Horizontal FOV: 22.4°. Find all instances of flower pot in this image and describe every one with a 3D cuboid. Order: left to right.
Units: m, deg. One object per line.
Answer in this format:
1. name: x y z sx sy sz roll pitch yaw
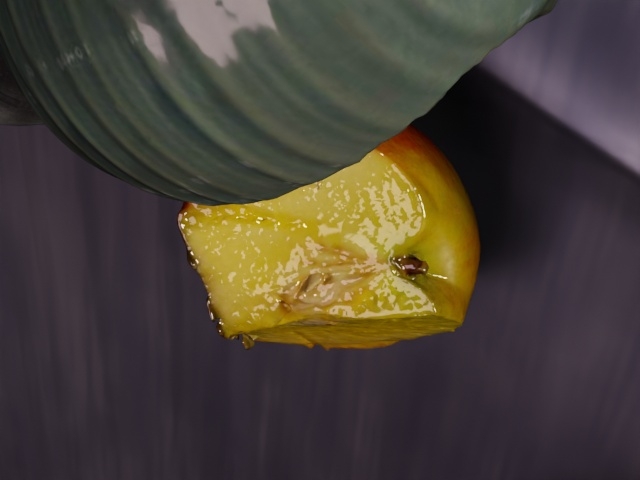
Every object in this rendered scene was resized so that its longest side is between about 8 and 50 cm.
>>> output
1. flower pot: -0.021 -0.109 0.597 0.243 0.189 0.157 -15 113 49

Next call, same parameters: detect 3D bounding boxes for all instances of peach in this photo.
1. peach: 0.005 -0.003 0.734 0.151 0.118 0.151 5 125 8

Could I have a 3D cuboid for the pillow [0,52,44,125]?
1. pillow: -0.102 -0.085 0.755 0.091 0.135 0.055 5 106 57
